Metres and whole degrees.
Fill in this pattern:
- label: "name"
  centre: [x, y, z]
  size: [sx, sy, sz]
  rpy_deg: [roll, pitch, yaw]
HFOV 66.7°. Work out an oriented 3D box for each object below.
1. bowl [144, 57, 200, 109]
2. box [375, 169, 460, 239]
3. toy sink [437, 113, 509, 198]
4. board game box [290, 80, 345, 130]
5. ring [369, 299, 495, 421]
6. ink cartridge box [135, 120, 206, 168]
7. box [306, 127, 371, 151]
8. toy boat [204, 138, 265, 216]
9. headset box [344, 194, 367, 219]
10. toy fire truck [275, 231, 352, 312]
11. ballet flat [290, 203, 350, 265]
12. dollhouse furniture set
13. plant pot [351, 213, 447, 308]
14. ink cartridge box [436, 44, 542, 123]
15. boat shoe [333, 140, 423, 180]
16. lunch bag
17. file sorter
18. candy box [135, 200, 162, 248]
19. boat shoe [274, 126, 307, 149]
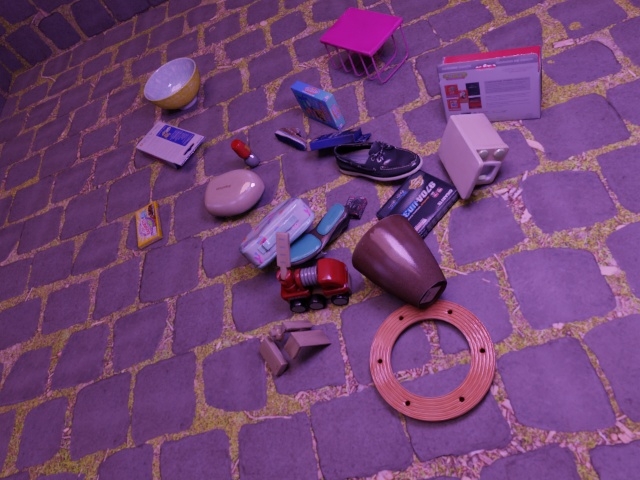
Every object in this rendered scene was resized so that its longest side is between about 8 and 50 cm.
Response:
- label: "bowl"
  centre: [-0.696, -0.736, 2.383]
  size: [0.289, 0.156, 0.290]
  rpy_deg: [-11, 55, 17]
- label: "box"
  centre: [0.315, -0.114, 1.583]
  size: [0.220, 0.051, 0.175]
  rpy_deg: [-47, 52, -10]
- label: "toy sink"
  centre: [0.484, -0.263, 1.519]
  size: [0.131, 0.153, 0.234]
  rpy_deg: [-6, 50, -12]
- label: "board game box"
  centre: [-0.010, -0.539, 1.940]
  size: [0.210, 0.160, 0.047]
  rpy_deg: [34, 77, 36]
- label: "ring"
  centre: [0.299, 0.318, 1.322]
  size: [0.336, 0.032, 0.337]
  rpy_deg: [-12, 54, 17]
- label: "ink cartridge box"
  centre: [-0.682, -0.436, 2.239]
  size: [0.370, 0.069, 0.176]
  rpy_deg: [23, 70, 36]
- label: "box"
  centre: [0.071, -0.386, 1.839]
  size: [0.225, 0.037, 0.136]
  rpy_deg: [-6, 21, 20]
- label: "toy boat"
  centre: [-0.313, -0.235, 1.907]
  size: [0.267, 0.148, 0.318]
  rpy_deg: [-5, 65, 28]
- label: "headset box"
  centre: [0.121, -0.119, 1.687]
  size: [0.062, 0.032, 0.083]
  rpy_deg: [12, 66, 30]
- label: "toy fire truck"
  centre: [-0.039, 0.090, 1.486]
  size: [0.217, 0.246, 0.159]
  rpy_deg: [-12, 55, 17]
- label: "ballet flat"
  centre: [0.000, 0.000, 1.623]
  size: [0.280, 0.096, 0.095]
  rpy_deg: [-43, 53, -7]
- label: "dollhouse furniture set"
  centre: [-0.081, 0.323, 1.494]
  size: [0.144, 0.123, 0.151]
  rpy_deg: [47, 120, 38]
- label: "plant pot"
  centre: [0.243, 0.079, 1.397]
  size: [0.215, 0.215, 0.230]
  rpy_deg: [-39, 56, -4]
- label: "ink cartridge box"
  centre: [0.560, -0.530, 1.603]
  size: [0.309, 0.272, 0.130]
  rpy_deg: [2, 60, 25]
- label: "boat shoe"
  centre: [0.187, -0.295, 1.696]
  size: [0.340, 0.113, 0.127]
  rpy_deg: [15, 63, 41]
- label: "lunch bag"
  centre: [-0.150, -0.023, 1.638]
  size: [0.279, 0.108, 0.224]
  rpy_deg: [-45, 16, -7]
- label: "file sorter"
  centre: [0.187, -0.797, 2.004]
  size: [0.290, 0.182, 0.202]
  rpy_deg: [33, 78, 37]
- label: "candy box"
  centre: [-0.721, -0.066, 2.039]
  size: [0.105, 0.027, 0.206]
  rpy_deg: [-29, 51, 9]
- label: "boat shoe"
  centre: [-0.110, -0.424, 1.970]
  size: [0.183, 0.066, 0.066]
  rpy_deg: [32, 74, 36]
